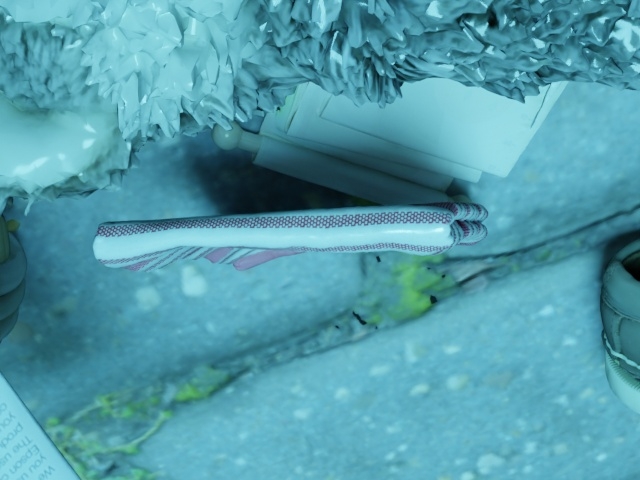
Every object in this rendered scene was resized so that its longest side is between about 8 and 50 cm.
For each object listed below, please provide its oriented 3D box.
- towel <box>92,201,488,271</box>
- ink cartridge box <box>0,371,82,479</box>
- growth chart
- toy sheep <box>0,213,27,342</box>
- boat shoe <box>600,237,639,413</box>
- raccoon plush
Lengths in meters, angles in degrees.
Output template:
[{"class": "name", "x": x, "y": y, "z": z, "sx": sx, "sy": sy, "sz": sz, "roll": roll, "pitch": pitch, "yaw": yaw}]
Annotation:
[{"class": "towel", "x": 0.000, "y": 0.000, "z": 0.539, "sx": 0.144, "sy": 0.197, "sz": 0.029, "roll": -4, "pitch": 91, "yaw": 12}, {"class": "ink cartridge box", "x": -0.238, "y": 0.018, "z": 0.472, "sx": 0.071, "sy": 0.324, "sz": 0.330, "roll": -44, "pitch": 126, "yaw": -28}, {"class": "growth chart", "x": 0.063, "y": -0.111, "z": 0.576, "sx": 0.172, "sy": 0.021, "sz": 0.237, "roll": 25, "pitch": 117, "yaw": -20}, {"class": "toy sheep", "x": -0.197, "y": 0.027, "z": 0.600, "sx": 0.091, "sy": 0.091, "sz": 0.132, "roll": 21, "pitch": 120, "yaw": -18}, {"class": "boat shoe", "x": 0.303, "y": 0.019, "z": 0.633, "sx": 0.305, "sy": 0.109, "sz": 0.091, "roll": -13, "pitch": 128, "yaw": 7}, {"class": "raccoon plush", "x": 0.059, "y": -0.072, "z": 0.477, "sx": 0.446, "sy": 0.216, "sz": 0.299, "roll": 39, "pitch": 119, "yaw": -20}]
